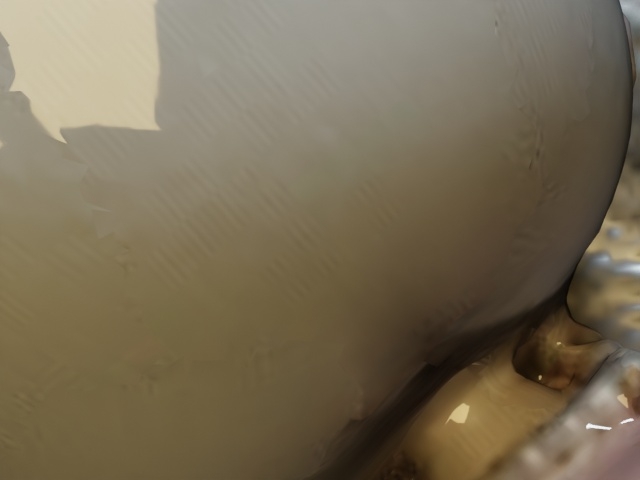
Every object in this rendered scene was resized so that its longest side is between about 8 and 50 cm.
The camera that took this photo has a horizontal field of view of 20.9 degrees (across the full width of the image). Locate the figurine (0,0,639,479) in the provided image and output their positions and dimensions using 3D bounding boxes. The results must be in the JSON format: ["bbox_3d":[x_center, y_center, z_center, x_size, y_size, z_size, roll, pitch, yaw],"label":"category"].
[{"bbox_3d":[0.007,-0.005,0.429,0.361,0.211,0.253,45,55,13],"label":"figurine"}]
